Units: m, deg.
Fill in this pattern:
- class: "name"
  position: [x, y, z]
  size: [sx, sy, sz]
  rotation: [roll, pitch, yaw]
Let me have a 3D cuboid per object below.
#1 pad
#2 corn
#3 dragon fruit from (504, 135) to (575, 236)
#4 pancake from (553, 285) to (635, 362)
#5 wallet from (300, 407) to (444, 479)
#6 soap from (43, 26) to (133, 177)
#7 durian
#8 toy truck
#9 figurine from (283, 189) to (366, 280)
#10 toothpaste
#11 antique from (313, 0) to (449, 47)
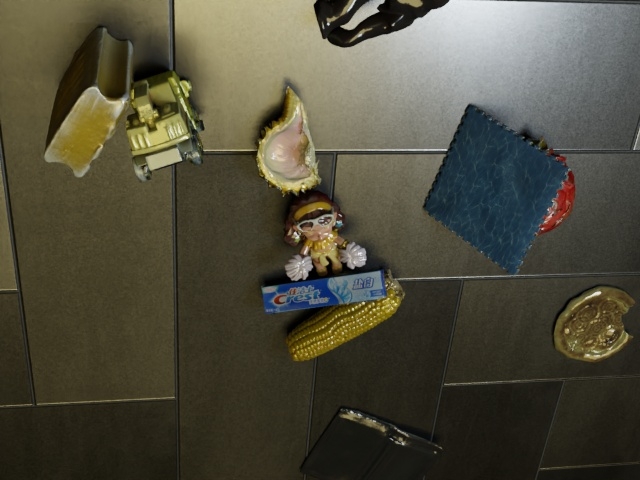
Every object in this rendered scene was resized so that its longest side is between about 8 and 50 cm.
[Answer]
- class: "pad"
  position: [0.355, -0.104, 1.846]
  size: [0.012, 0.269, 0.270]
  rotation: [-13, 132, -47]
- class: "corn"
  position: [0.055, 0.182, 2.045]
  size: [0.305, 0.106, 0.106]
  rotation: [-35, 122, 13]
- class: "dragon fruit"
  position: [0.451, -0.102, 1.889]
  size: [0.172, 0.172, 0.210]
  rotation: [22, 76, -22]
- class: "pancake"
  position: [0.683, 0.213, 2.228]
  size: [0.211, 0.029, 0.235]
  rotation: [-16, 122, 1]
- class: "wallet"
  position: [0.140, 0.571, 2.353]
  size: [0.323, 0.041, 0.247]
  rotation: [21, 116, -19]
- class: "soap"
  position: [-0.406, -0.249, 1.576]
  size: [0.089, 0.274, 0.173]
  rotation: [29, 113, -27]
- class: "durian"
  position: [-0.063, -0.203, 1.795]
  size: [0.140, 0.078, 0.224]
  rotation: [4, 112, 1]
- class: "toy truck"
  position: [-0.291, -0.224, 1.621]
  size: [0.124, 0.272, 0.157]
  rotation: [-16, 117, 0]
- class: "figurine"
  position: [0.000, -0.002, 1.910]
  size: [0.174, 0.116, 0.240]
  rotation: [-15, 130, 2]
- class: "toothpaste"
  position: [0.008, 0.113, 1.970]
  size: [0.272, 0.053, 0.066]
  rotation: [-8, 89, 13]
- class: "antique"
  position: [0.086, -0.507, 1.555]
  size: [0.255, 0.185, 0.322]
  rotation: [-15, 120, 1]
